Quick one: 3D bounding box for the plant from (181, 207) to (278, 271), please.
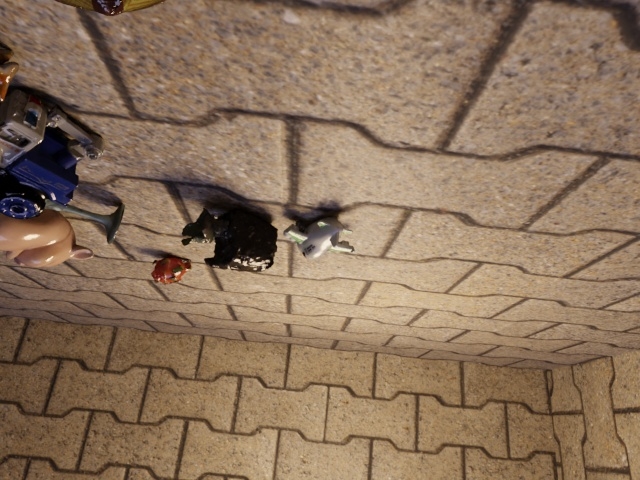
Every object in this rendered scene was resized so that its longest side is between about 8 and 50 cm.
[{"bbox_3d":[-0.199,-0.002,0.999,0.203,0.131,0.142,19,157,-25],"label":"plant"}]

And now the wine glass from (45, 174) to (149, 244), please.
[{"bbox_3d":[-0.536,-0.131,0.891,0.310,0.096,0.264,21,132,-31],"label":"wine glass"}]

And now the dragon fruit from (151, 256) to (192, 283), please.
[{"bbox_3d":[-0.440,0.087,1.331,0.116,0.080,0.086,-16,157,-10],"label":"dragon fruit"}]

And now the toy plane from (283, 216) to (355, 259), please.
[{"bbox_3d":[0.000,-0.003,1.020,0.174,0.080,0.174,6,159,2],"label":"toy plane"}]

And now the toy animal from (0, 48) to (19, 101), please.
[{"bbox_3d":[-0.444,-0.275,0.484,0.285,0.224,0.302,-20,166,6],"label":"toy animal"}]

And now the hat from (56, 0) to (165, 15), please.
[{"bbox_3d":[-0.198,-0.244,0.410,0.193,0.082,0.193,-13,173,-2],"label":"hat"}]

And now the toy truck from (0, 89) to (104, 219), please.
[{"bbox_3d":[-0.484,-0.151,0.720,0.177,0.161,0.213,-25,147,17],"label":"toy truck"}]

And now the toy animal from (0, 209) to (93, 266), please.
[{"bbox_3d":[-0.678,-0.022,1.039,0.154,0.166,0.250,-38,158,-3],"label":"toy animal"}]
